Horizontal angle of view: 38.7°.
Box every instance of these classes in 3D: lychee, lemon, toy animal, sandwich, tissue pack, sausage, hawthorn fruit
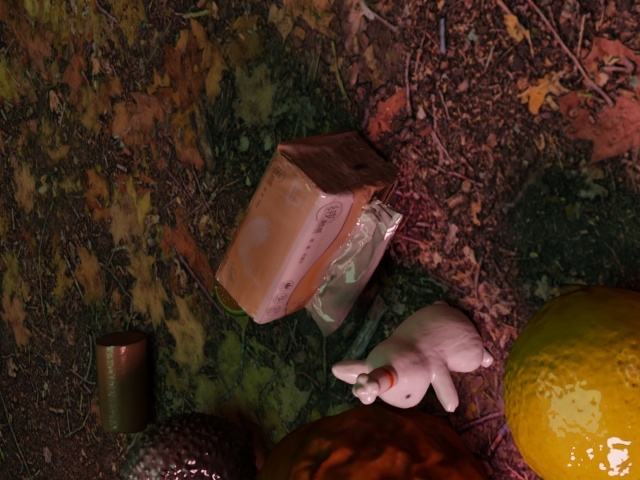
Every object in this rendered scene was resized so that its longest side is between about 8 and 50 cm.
[{"bbox_3d":[-0.280,0.491,1.898,0.300,0.300,0.300,13,109,43],"label":"lychee"},{"bbox_3d":[0.372,0.201,1.183,0.293,0.293,0.293,13,109,43],"label":"lemon"},{"bbox_3d":[0.137,0.207,1.432,0.140,0.282,0.138,-7,110,49],"label":"toy animal"},{"bbox_3d":[-0.173,0.122,1.892,0.135,0.029,0.067,17,106,43],"label":"sandwich"},{"bbox_3d":[0.000,0.000,1.554,0.238,0.238,0.305,49,129,26],"label":"tissue pack"},{"bbox_3d":[-0.473,0.350,2.189,0.123,0.123,0.253,12,109,44],"label":"sausage"},{"bbox_3d":[0.081,0.482,1.439,0.472,0.472,0.472,13,109,43],"label":"hawthorn fruit"}]
